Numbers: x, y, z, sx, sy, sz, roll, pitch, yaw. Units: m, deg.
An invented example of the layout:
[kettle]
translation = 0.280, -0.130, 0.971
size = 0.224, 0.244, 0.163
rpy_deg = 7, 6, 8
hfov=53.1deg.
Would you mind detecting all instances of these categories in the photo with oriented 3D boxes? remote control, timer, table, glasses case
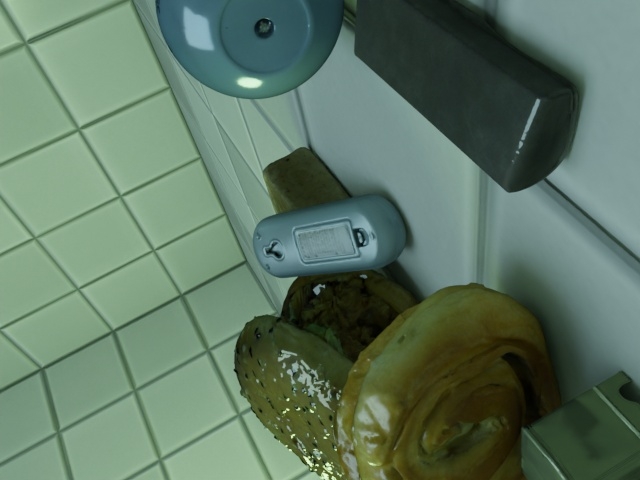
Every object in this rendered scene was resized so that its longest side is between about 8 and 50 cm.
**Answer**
[remote control]
translation = 0.000, 0.000, 0.789
size = 0.244, 0.047, 0.087
rpy_deg = -10, 103, 46
[timer]
translation = -0.058, -0.240, 0.569
size = 0.175, 0.175, 0.255
rpy_deg = 76, -168, -54
[table]
translation = 0.191, 0.149, 0.439
size = 0.062, 0.083, 0.079
rpy_deg = 54, 168, 42
[glasses case]
translation = 0.082, -0.113, 0.411
size = 0.190, 0.042, 0.072
rpy_deg = 54, 160, 39

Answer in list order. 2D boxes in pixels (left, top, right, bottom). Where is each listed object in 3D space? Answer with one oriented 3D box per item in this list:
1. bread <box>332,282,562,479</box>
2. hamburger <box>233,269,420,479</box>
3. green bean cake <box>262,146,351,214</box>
[bread]
translation = 0.112, 0.151, 0.525
size = 0.120, 0.198, 0.236
rpy_deg = 16, 136, 51
[hamburger]
translation = 0.039, 0.185, 0.850
size = 0.318, 0.195, 0.277
rpy_deg = 40, 151, 15
[green bean cake]
translation = -0.007, -0.041, 0.923
size = 0.179, 0.085, 0.109
rpy_deg = 52, 164, 41
